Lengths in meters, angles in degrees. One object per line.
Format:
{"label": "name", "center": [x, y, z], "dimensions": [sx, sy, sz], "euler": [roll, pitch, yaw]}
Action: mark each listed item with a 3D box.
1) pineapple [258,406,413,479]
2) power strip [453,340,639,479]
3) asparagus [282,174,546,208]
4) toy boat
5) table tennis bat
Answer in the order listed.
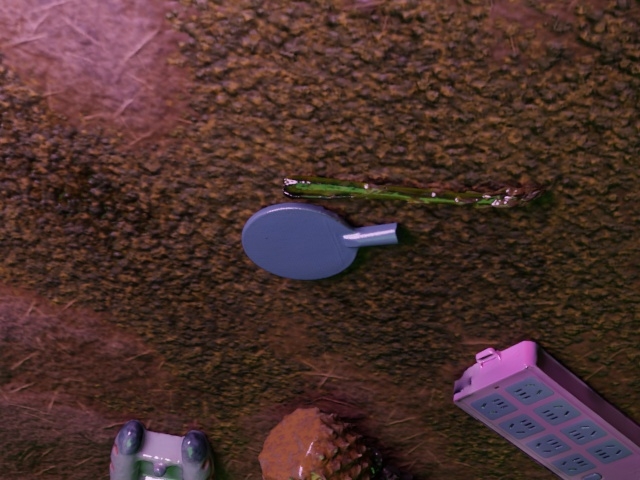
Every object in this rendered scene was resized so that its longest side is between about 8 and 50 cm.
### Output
{"label": "pineapple", "center": [0.046, 0.285, 1.180], "dimensions": [0.125, 0.125, 0.251], "euler": [-26, 133, 32]}
{"label": "power strip", "center": [0.265, 0.202, 1.100], "dimensions": [0.279, 0.037, 0.109], "euler": [37, 130, -26]}
{"label": "asparagus", "center": [0.080, -0.042, 0.893], "dimensions": [0.232, 0.023, 0.022], "euler": [3, -179, 8]}
{"label": "toy boat", "center": [-0.200, 0.308, 1.270], "dimensions": [0.134, 0.079, 0.208], "euler": [8, 135, -2]}
{"label": "table tennis bat", "center": [0.000, 0.000, 0.953], "dimensions": [0.155, 0.019, 0.100], "euler": [-6, 134, 19]}
